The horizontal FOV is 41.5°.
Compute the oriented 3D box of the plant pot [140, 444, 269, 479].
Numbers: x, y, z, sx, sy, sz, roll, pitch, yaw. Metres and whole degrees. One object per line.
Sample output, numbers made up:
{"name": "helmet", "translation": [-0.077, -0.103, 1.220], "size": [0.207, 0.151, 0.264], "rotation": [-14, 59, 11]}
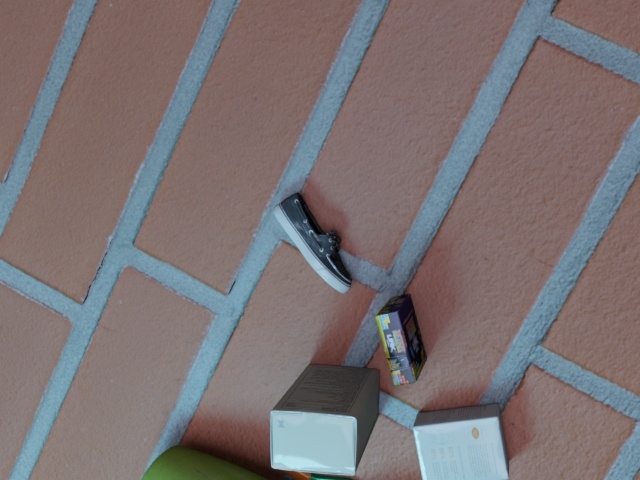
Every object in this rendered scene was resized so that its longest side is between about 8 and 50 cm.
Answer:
{"name": "plant pot", "translation": [-0.229, 0.566, 1.758], "size": [0.293, 0.274, 0.275], "rotation": [33, 103, 22]}

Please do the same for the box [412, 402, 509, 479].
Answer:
{"name": "box", "translation": [0.283, 0.410, 1.692], "size": [0.170, 0.091, 0.130], "rotation": [-9, 95, 14]}

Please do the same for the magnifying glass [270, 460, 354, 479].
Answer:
{"name": "magnifying glass", "translation": [-0.002, 0.522, 1.806], "size": [0.231, 0.026, 0.092], "rotation": [27, 102, 6]}

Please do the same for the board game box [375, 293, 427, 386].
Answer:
{"name": "board game box", "translation": [0.161, 0.191, 1.649], "size": [0.048, 0.170, 0.141], "rotation": [-13, 95, 15]}

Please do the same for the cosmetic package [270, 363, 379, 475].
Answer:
{"name": "cosmetic package", "translation": [0.017, 0.335, 1.628], "size": [0.160, 0.309, 0.113], "rotation": [2, 99, 12]}

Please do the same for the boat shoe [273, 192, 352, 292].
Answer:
{"name": "boat shoe", "translation": [0.000, 0.000, 1.713], "size": [0.076, 0.080, 0.228], "rotation": [-40, 80, 16]}
